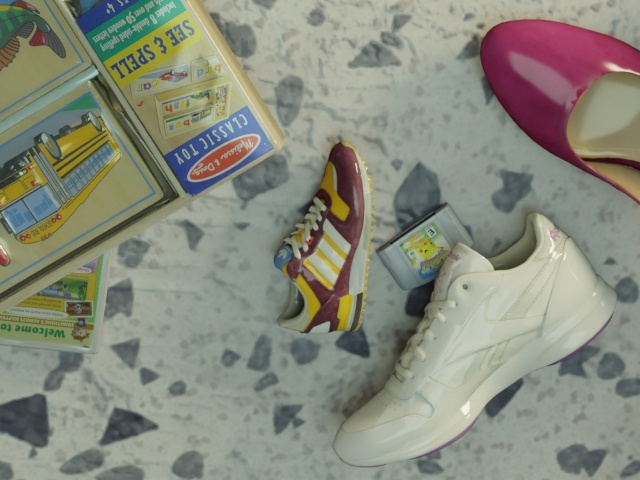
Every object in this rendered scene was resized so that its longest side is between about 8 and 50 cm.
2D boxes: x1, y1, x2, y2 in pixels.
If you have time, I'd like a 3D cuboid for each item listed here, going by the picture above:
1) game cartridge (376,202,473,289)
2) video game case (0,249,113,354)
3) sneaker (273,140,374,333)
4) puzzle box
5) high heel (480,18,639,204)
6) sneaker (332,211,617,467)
[{"bbox_3d":[0.101,0.009,1.518,0.083,0.017,0.056,-35,112,3],"label":"game cartridge"},{"bbox_3d":[-0.296,0.001,1.453,0.212,0.023,0.193,7,105,-11],"label":"video game case"},{"bbox_3d":[0.000,0.000,1.472,0.084,0.069,0.185,-2,106,-13],"label":"sneaker"},{"bbox_3d":[-0.271,-0.093,1.362,0.409,0.052,0.272,-30,103,11],"label":"puzzle box"},{"bbox_3d":[0.316,-0.080,1.434,0.377,0.181,0.127,27,102,-15],"label":"high heel"},{"bbox_3d":[0.124,0.092,1.506,0.305,0.114,0.152,-36,104,-6],"label":"sneaker"}]
